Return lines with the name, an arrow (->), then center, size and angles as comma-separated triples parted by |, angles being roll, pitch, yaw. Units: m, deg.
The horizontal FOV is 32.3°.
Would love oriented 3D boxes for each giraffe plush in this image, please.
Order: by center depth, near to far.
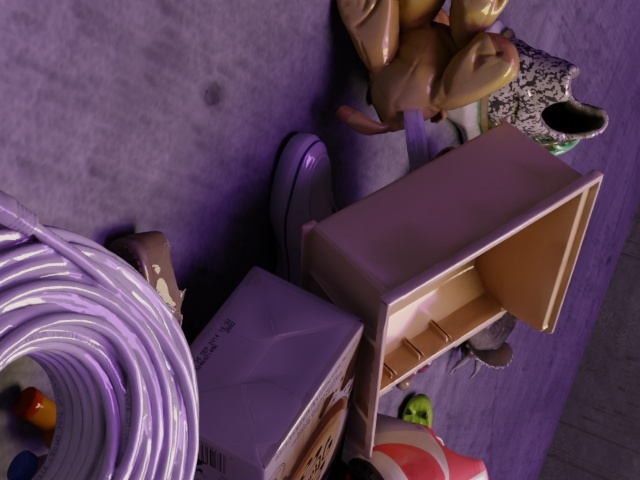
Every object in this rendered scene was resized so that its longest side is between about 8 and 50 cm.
giraffe plush -> 0.110, -0.184, 1.119 | 0.170, 0.182, 0.210 | -47, 146, -75

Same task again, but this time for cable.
cable -> -0.187, 0.118, 0.685 | 0.257, 0.089, 0.257 | 32, 64, -47

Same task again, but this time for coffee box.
coffee box -> -0.060, 0.189, 1.015 | 0.168, 0.119, 0.297 | -53, 162, -34

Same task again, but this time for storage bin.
storage bin -> 0.116, 0.050, 1.079 | 0.262, 0.123, 0.260 | -30, 145, -27

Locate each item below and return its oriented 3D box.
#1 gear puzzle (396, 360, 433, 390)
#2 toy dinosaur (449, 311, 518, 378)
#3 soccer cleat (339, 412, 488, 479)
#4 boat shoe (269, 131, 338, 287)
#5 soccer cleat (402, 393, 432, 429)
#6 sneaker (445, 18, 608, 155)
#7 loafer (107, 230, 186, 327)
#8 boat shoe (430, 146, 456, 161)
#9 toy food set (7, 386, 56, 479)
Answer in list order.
gear puzzle -> 0.176, 0.056, 1.456 | 0.339, 0.044, 0.175 | -58, -175, -25
toy dinosaur -> 0.253, 0.106, 1.669 | 0.313, 0.121, 0.160 | 56, 44, -66
soccer cleat -> 0.068, 0.235, 1.196 | 0.117, 0.318, 0.108 | -14, 99, -15
boat shoe -> 0.000, 0.000, 1.107 | 0.083, 0.076, 0.226 | -43, 145, -46
soccer cleat -> 0.136, 0.317, 1.664 | 0.072, 0.060, 0.178 | -30, 135, -73
sneaker -> 0.290, -0.148, 1.470 | 0.158, 0.182, 0.410 | -67, 156, -6
loafer -> -0.134, 0.055, 0.892 | 0.050, 0.056, 0.148 | -38, 141, -40
boat shoe -> 0.112, 0.022, 1.338 | 0.120, 0.123, 0.324 | 47, 58, -29
toy food set -> -0.224, 0.230, 0.793 | 0.104, 0.111, 0.232 | 43, 77, -33
